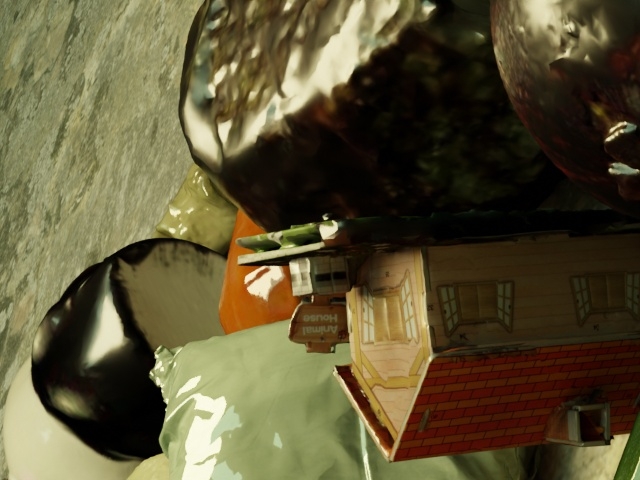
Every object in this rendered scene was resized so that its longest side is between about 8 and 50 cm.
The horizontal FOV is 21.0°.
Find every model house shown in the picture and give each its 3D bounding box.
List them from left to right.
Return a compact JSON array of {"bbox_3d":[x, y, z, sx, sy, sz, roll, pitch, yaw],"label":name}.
[{"bbox_3d":[0.105,0.062,1.139,0.207,0.294,0.154,-14,80,63],"label":"model house"}]

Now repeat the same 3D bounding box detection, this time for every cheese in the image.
[{"bbox_3d":[-0.117,-0.025,1.830,0.202,0.091,0.175,-57,3,33],"label":"cheese"}]

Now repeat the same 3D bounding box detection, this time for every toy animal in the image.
[{"bbox_3d":[-0.201,0.152,1.760,0.310,0.251,0.251,-42,35,36],"label":"toy animal"}]

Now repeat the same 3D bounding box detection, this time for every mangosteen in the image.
[{"bbox_3d":[0.240,-0.147,0.953,0.297,0.297,0.293,-4,71,65],"label":"mangosteen"}]

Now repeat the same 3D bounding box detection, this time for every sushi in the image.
[{"bbox_3d":[0.081,-0.145,1.294,0.294,0.299,0.281,-49,50,42],"label":"sushi"}]

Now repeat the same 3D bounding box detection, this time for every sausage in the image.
[{"bbox_3d":[-0.001,0.000,1.519,0.141,0.153,0.268,145,140,-63],"label":"sausage"}]

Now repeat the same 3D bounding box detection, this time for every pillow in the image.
[{"bbox_3d":[0.014,0.170,1.251,0.138,0.310,0.283,66,-164,-53],"label":"pillow"}]

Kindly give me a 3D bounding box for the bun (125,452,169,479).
[{"bbox_3d":[-0.111,0.333,1.424,0.365,0.219,0.365,-44,38,49],"label":"bun"}]

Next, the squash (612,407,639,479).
[{"bbox_3d":[0.231,0.095,1.055,0.066,0.066,0.229,21,90,67],"label":"squash"}]
